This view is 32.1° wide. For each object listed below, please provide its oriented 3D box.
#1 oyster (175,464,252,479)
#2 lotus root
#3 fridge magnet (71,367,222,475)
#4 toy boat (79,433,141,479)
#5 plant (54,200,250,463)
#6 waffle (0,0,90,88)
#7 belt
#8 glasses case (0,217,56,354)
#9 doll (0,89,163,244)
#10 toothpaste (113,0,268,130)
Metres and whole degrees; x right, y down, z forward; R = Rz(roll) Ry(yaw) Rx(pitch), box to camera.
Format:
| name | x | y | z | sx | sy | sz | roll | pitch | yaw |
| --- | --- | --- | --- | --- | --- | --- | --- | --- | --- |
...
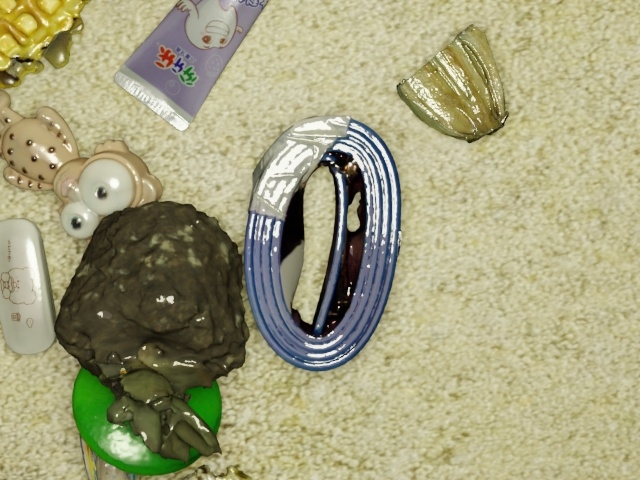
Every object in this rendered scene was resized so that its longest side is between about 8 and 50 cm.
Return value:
| name | x | y | z | sx | sy | sz | roll | pitch | yaw |
| --- | --- | --- | --- | --- | --- | --- | --- | --- | --- |
| oyster | -0.202 | 0.480 | 1.565 | 0.201 | 0.107 | 0.354 | 40 | 81 | 13 |
| lotus root | 0.191 | -0.202 | 1.554 | 0.143 | 0.070 | 0.144 | -33 | 90 | -5 |
| fridge magnet | -0.238 | 0.225 | 1.532 | 0.208 | 0.088 | 0.208 | 11 | 55 | -16 |
| toy boat | -0.287 | 0.357 | 1.582 | 0.084 | 0.066 | 0.210 | -6 | 94 | 1 |
| plant | -0.210 | 0.125 | 1.403 | 0.213 | 0.215 | 0.312 | -10 | 58 | 24 |
| waffle | -0.461 | -0.360 | 1.533 | 0.329 | 0.062 | 0.329 | 0 | 94 | -3 |
| belt | 0.000 | 0.000 | 1.540 | 0.212 | 0.117 | 0.347 | 7 | 95 | -2 |
| glasses case | -0.419 | 0.065 | 1.567 | 0.074 | 0.049 | 0.193 | -8 | 95 | -1 |
| doll | -0.356 | -0.094 | 1.530 | 0.278 | 0.119 | 0.154 | 26 | 107 | 3 |
| toothpaste | -0.130 | -0.332 | 1.546 | 0.125 | 0.080 | 0.371 | 38 | 100 | -7 |
